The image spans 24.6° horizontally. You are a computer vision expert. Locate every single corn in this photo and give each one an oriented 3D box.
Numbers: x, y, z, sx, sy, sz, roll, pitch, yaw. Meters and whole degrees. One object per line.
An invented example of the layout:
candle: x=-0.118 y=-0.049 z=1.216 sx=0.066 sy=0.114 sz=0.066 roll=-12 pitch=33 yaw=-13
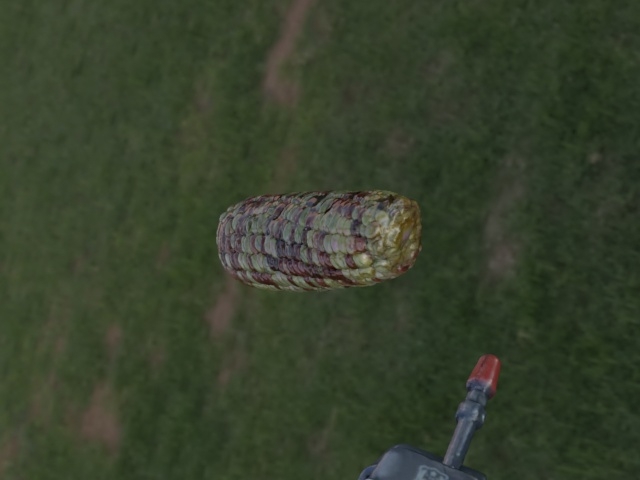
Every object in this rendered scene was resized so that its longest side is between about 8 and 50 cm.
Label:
corn: x=0.000 y=0.000 z=1.206 sx=0.253 sy=0.086 sz=0.086 roll=-3 pitch=74 yaw=56

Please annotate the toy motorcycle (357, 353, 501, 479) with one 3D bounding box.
toy motorcycle: x=0.126 y=0.167 z=0.656 sx=0.123 sy=0.272 sz=0.182 roll=99 pitch=-164 yaw=-48
